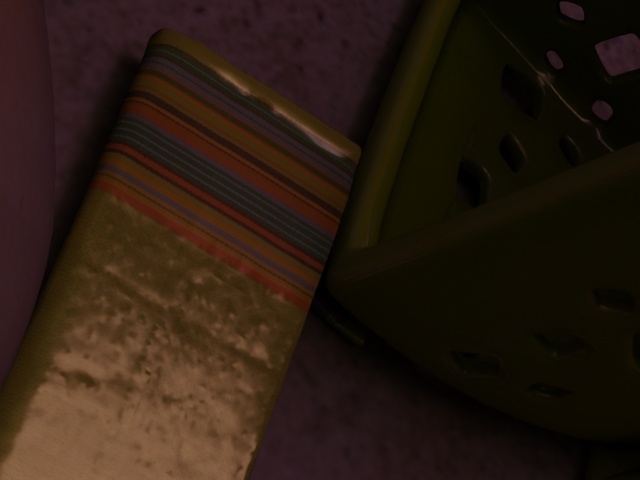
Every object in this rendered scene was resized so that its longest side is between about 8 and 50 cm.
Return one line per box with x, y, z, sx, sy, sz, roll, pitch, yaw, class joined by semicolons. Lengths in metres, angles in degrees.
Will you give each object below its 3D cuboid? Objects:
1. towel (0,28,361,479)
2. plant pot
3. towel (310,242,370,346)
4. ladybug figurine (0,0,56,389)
-0.058;0.030;0.689;0.102;0.021;0.237;31;54;-17;towel
0.170;-0.025;0.778;0.207;0.228;0.227;46;43;-25;plant pot
0.000;0.000;0.768;0.083;0.009;0.060;47;45;-10;towel
-0.224;-0.120;0.374;0.449;0.162;0.305;45;41;18;ladybug figurine
